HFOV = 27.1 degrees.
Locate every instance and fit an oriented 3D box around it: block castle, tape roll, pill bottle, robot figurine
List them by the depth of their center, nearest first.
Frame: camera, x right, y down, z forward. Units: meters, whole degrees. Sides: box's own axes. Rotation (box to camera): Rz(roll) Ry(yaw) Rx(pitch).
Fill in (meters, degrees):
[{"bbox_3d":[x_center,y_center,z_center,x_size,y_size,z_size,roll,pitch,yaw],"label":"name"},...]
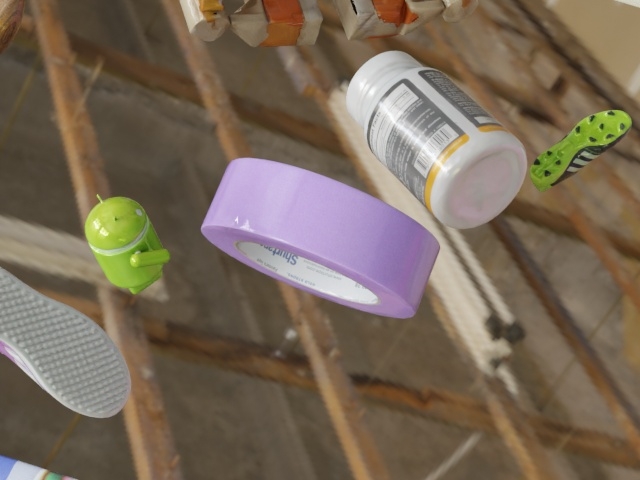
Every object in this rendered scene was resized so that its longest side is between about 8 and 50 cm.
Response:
[{"bbox_3d":[-0.202,0.003,1.371,0.067,0.115,0.101,-34,-132,-14],"label":"robot figurine"},{"bbox_3d":[0.000,0.000,1.584,0.275,0.090,0.275,20,169,4],"label":"tape roll"},{"bbox_3d":[0.025,-0.432,1.727,0.453,0.303,0.213,-8,-117,-22],"label":"block castle"},{"bbox_3d":[0.163,-0.154,1.949,0.162,0.162,0.278,8,-150,-41],"label":"pill bottle"}]

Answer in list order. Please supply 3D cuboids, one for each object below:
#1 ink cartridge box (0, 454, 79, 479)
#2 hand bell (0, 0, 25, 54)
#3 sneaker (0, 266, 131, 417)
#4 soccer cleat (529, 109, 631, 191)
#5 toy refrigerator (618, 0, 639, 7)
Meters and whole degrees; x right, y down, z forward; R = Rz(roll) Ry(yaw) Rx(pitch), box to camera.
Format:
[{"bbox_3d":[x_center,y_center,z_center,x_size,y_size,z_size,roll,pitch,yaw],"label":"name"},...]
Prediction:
[{"bbox_3d":[-0.180,0.254,0.883,0.311,0.186,0.065,9,157,34],"label":"ink cartridge box"},{"bbox_3d":[-0.382,-0.171,1.444,0.126,0.242,0.126,32,-165,-10],"label":"hand bell"},{"bbox_3d":[-0.365,0.115,1.652,0.282,0.102,0.161,44,157,-19],"label":"sneaker"},{"bbox_3d":[0.398,-0.139,2.043,0.060,0.179,0.072,57,179,23],"label":"soccer cleat"},{"bbox_3d":[0.347,-0.350,1.237,0.102,0.269,0.094,22,-154,18],"label":"toy refrigerator"}]
